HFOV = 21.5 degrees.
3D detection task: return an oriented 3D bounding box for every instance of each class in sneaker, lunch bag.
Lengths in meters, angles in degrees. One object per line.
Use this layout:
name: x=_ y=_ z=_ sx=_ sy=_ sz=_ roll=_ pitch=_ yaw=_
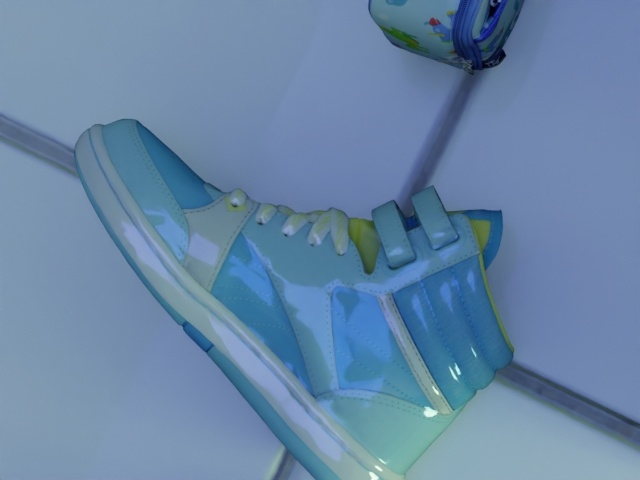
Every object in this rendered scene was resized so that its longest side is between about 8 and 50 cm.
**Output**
sneaker: x=0.000 y=0.000 z=1.126 sx=0.208 sy=0.127 sz=0.319 roll=-41 pitch=90 yaw=6
lunch bag: x=0.105 y=-0.224 z=1.097 sx=0.090 sy=0.176 sz=0.219 roll=20 pitch=88 yaw=11
